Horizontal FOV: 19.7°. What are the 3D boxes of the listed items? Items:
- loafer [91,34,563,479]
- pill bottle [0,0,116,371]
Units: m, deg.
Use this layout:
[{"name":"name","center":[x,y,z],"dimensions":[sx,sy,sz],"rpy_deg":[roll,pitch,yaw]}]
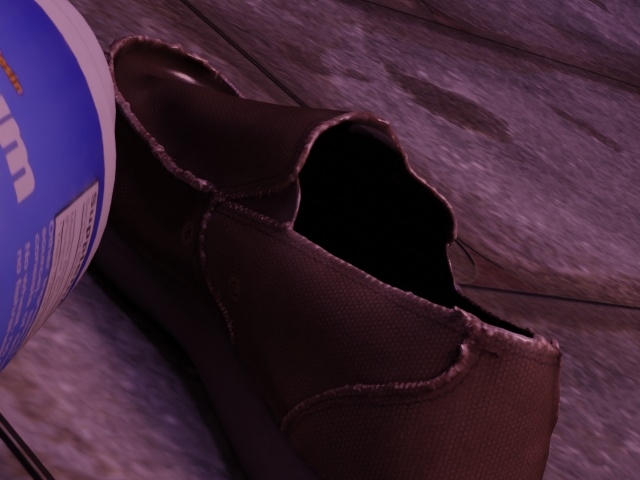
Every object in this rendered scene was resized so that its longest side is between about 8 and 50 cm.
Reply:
[{"name":"loafer","center":[0.000,0.000,0.786],"dimensions":[0.134,0.130,0.366],"rpy_deg":[15,23,-40]},{"name":"pill bottle","center":[-0.149,-0.016,0.557],"dimensions":[0.152,0.152,0.272],"rpy_deg":[30,18,-1]}]
